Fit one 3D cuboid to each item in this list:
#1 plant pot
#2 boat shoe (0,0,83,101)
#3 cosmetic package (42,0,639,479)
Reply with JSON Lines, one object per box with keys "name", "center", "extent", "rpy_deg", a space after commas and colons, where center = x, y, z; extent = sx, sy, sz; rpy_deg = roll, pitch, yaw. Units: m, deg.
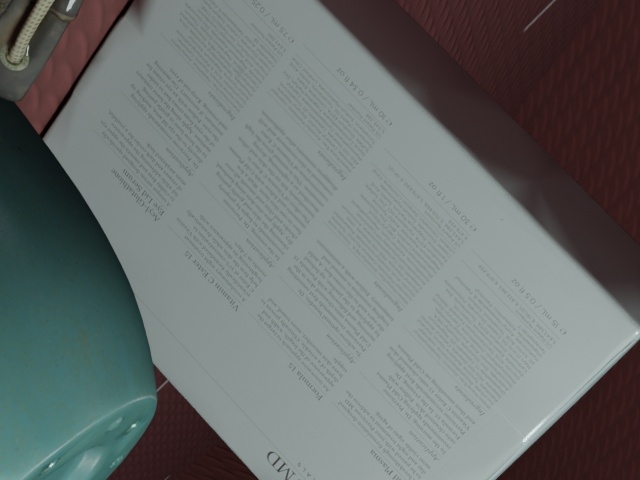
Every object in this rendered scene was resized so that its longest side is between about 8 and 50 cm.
{"name": "plant pot", "center": [-0.225, 0.059, 0.812], "extent": [0.293, 0.235, 0.293], "rpy_deg": [-42, 171, -9]}
{"name": "boat shoe", "center": [-0.055, -0.198, 0.635], "extent": [0.355, 0.130, 0.132], "rpy_deg": [-43, -162, 22]}
{"name": "cosmetic package", "center": [0.000, 0.000, 1.057], "extent": [0.284, 0.377, 0.097], "rpy_deg": [-49, 169, 30]}
